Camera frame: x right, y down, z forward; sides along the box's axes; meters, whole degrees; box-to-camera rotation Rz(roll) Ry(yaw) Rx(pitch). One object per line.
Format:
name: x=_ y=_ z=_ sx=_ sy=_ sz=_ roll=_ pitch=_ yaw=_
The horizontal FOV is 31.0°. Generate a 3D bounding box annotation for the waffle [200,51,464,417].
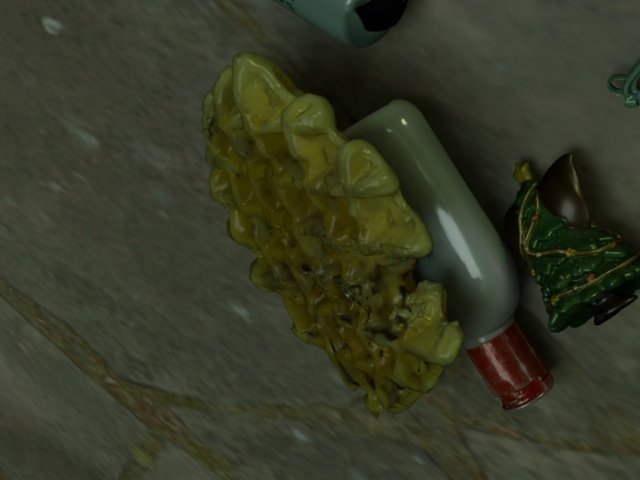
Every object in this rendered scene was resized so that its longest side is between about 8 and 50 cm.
waffle: x=0.002 y=-0.001 z=0.777 sx=0.250 sy=0.056 sz=0.261 roll=51 pitch=161 yaw=15

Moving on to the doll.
doll: x=0.144 y=0.006 z=0.713 sx=0.113 sy=0.076 sz=0.078 roll=47 pitch=143 yaw=7

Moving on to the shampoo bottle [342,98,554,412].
shampoo bottle: x=0.083 y=0.014 z=0.777 sx=0.221 sy=0.051 sz=0.108 roll=58 pitch=147 yaw=-4

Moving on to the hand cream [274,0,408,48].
hand cream: x=-0.072 y=-0.232 z=0.761 sx=0.320 sy=0.067 sz=0.109 roll=37 pitch=134 yaw=21

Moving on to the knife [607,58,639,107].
knife: x=0.172 y=-0.127 z=0.609 sx=0.078 sy=0.022 sz=0.166 roll=-1 pitch=144 yaw=33
